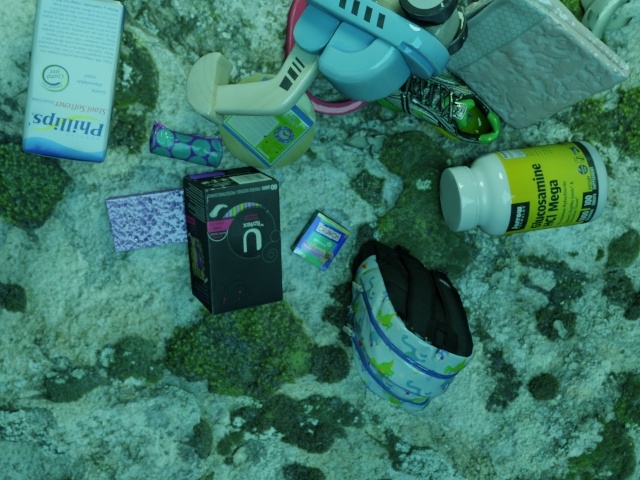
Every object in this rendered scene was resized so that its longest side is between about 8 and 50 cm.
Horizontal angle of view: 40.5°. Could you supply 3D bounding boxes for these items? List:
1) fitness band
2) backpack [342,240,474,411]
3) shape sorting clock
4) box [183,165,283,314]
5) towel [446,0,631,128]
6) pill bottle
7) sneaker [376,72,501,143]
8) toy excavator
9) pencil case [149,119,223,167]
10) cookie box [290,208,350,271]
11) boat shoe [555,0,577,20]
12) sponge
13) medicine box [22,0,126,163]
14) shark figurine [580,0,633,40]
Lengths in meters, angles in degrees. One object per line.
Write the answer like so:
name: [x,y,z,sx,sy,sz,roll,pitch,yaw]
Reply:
fitness band: [0.030,-0.411,1.831,0.208,0.054,0.291,1,103,-10]
backpack: [0.193,0.191,1.861,0.290,0.355,0.273,32,97,-19]
shape sorting clock: [-0.112,-0.250,1.832,0.206,0.040,0.206,1,117,3]
box: [-0.182,-0.003,1.815,0.165,0.143,0.271,-11,111,-25]
towel: [0.409,-0.372,1.786,0.317,0.331,0.053,34,67,-17]
pill bottle: [0.444,-0.111,1.924,0.333,0.188,0.188,-9,106,-10]
sneaker: [0.246,-0.307,1.830,0.343,0.146,0.134,21,96,-26]
toy excavator: [0.007,-0.359,1.670,0.432,0.222,0.445,32,90,17]
pencil case: [-0.280,-0.199,1.808,0.151,0.064,0.070,10,118,-15]
cookie box: [0.000,0.000,1.933,0.091,0.040,0.107,32,95,-17]
boat shoe: [0.400,-0.482,1.830,0.340,0.127,0.158,36,71,-19]
sponge: [-0.344,-0.047,1.851,0.210,0.031,0.117,-9,107,-11]
medicine box: [-0.458,-0.313,1.634,0.149,0.263,0.290,7,103,-13]
shark figurine: [0.636,-0.539,1.907,0.278,0.116,0.166,-45,143,10]
